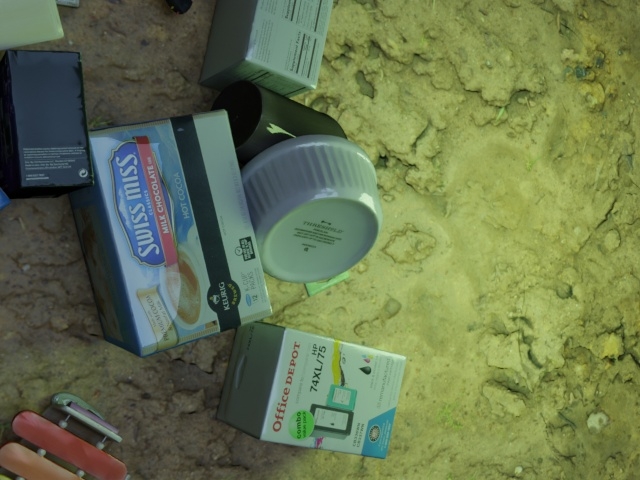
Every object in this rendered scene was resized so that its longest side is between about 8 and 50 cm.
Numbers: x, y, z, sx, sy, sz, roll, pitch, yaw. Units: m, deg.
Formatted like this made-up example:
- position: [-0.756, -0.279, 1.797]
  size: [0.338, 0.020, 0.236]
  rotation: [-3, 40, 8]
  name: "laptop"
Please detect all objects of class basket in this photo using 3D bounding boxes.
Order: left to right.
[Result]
- position: [-0.078, -0.185, 1.240]
  size: [0.227, 0.154, 0.204]
  rotation: [21, 36, -51]
  name: "basket"

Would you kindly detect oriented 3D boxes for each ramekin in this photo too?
- position: [-0.017, -0.040, 1.198]
  size: [0.273, 0.272, 0.127]
  rotation: [8, 43, -31]
  name: "ramekin"

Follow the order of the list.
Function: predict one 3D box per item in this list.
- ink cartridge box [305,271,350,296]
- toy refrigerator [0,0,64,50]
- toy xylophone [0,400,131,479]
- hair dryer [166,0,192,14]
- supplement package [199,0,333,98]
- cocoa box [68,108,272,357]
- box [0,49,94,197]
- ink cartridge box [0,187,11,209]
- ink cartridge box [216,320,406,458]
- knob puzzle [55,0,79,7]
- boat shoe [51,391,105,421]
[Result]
- position: [0.000, 0.000, 1.391]
  size: [0.109, 0.062, 0.209]
  rotation: [-25, 102, -29]
  name: "ink cartridge box"
- position: [-0.466, -0.342, 0.989]
  size: [0.102, 0.269, 0.094]
  rotation: [-22, 123, -28]
  name: "toy refrigerator"
- position: [-0.435, 0.418, 1.108]
  size: [0.236, 0.081, 0.322]
  rotation: [33, 78, -26]
  name: "toy xylophone"
- position: [-0.327, -0.545, 1.214]
  size: [0.294, 0.080, 0.223]
  rotation: [32, 58, -32]
  name: "hair dryer"
- position: [-0.094, -0.401, 1.258]
  size: [0.145, 0.204, 0.261]
  rotation: [16, 82, -31]
  name: "supplement package"
- position: [-0.260, -0.015, 1.137]
  size: [0.228, 0.231, 0.346]
  rotation: [-16, 97, -30]
  name: "cocoa box"
- position: [-0.421, -0.160, 1.026]
  size: [0.103, 0.261, 0.184]
  rotation: [-4, 91, -31]
  name: "box"
- position: [-0.563, -0.028, 1.011]
  size: [0.191, 0.140, 0.082]
  rotation: [-41, 110, -25]
  name: "ink cartridge box"
- position: [-0.019, 0.274, 1.298]
  size: [0.270, 0.197, 0.198]
  rotation: [17, 80, -29]
  name: "ink cartridge box"
- position: [-0.479, -0.491, 1.131]
  size: [0.213, 0.030, 0.213]
  rotation: [0, 89, -30]
  name: "knob puzzle"
- position: [-0.403, 0.287, 1.163]
  size: [0.100, 0.035, 0.035]
  rotation: [42, 69, -24]
  name: "boat shoe"
